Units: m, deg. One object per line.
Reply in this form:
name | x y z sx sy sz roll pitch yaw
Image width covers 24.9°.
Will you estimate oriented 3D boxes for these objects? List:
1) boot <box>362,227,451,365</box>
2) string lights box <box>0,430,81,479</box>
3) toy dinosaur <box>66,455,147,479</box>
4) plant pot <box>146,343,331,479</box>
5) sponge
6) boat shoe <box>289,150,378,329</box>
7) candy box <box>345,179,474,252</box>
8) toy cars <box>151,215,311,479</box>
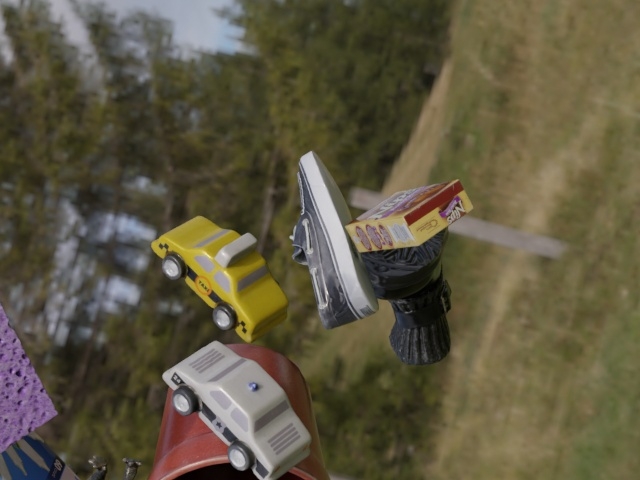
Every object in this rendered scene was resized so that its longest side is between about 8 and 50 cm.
boot | 0.157 0.110 2.554 0.348 0.131 0.260 -39 -46 -64
string lights box | -0.410 0.264 1.773 0.077 0.259 0.133 -34 18 17
toy dinosaur | -0.380 0.453 2.457 0.313 0.121 0.160 -37 -32 -58
plant pot | -0.107 0.293 1.913 0.265 0.272 0.272 -94 15 -54
sponge | -0.380 0.136 1.575 0.031 0.117 0.210 13 131 57
boat shoe | 0.000 0.000 2.257 0.108 0.102 0.301 42 -153 -61
candy box | 0.126 -0.033 2.093 0.109 0.053 0.187 -33 9 -24
toy cars | -0.103 0.109 1.765 0.087 0.177 0.393 121 150 -41
